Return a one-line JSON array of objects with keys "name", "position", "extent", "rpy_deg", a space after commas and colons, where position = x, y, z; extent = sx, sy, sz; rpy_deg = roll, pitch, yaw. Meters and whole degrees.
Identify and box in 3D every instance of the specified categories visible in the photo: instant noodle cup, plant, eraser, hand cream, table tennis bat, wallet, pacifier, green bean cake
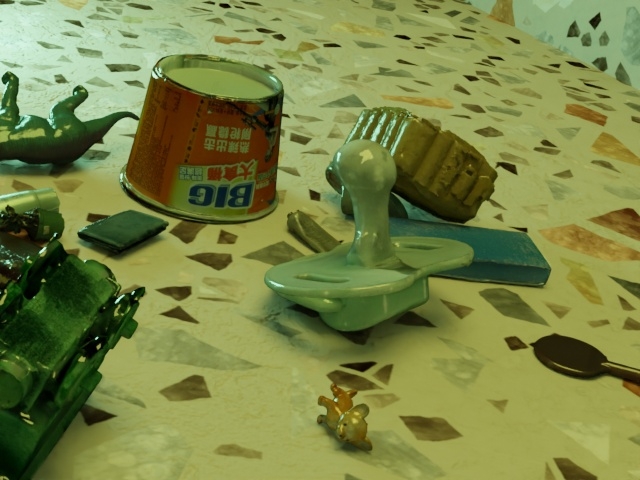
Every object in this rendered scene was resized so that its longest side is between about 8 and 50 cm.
[{"name": "instant noodle cup", "position": [-0.192, -0.186, 1.920], "extent": [0.296, 0.214, 0.296], "rpy_deg": [11, 25, -5]}, {"name": "plant", "position": [-0.437, -0.025, 1.656], "extent": [0.102, 0.051, 0.051], "rpy_deg": [7, 23, -36]}, {"name": "eraser", "position": [0.226, 0.016, 1.889], "extent": [0.311, 0.043, 0.144], "rpy_deg": [6, 25, -13]}, {"name": "hand cream", "position": [-0.496, -0.040, 1.673], "extent": [0.204, 0.050, 0.078], "rpy_deg": [-13, 40, -35]}, {"name": "table tennis bat", "position": [0.410, 0.135, 1.633], "extent": [0.169, 0.119, 0.107], "rpy_deg": [16, 25, 12]}, {"name": "wallet", "position": [-0.411, 0.039, 1.560], "extent": [0.232, 0.031, 0.122], "rpy_deg": [23, 27, 23]}, {"name": "pacifier", "position": [0.059, -0.015, 1.631], "extent": [0.288, 0.269, 0.343], "rpy_deg": [3, 11, 39]}, {"name": "green bean cake", "position": [0.175, -0.134, 1.973], "extent": [0.224, 0.131, 0.229], "rpy_deg": [32, -5, -29]}, {"name": "wallet", "position": [-0.307, -0.013, 1.724], "extent": [0.088, 0.026, 0.129], "rpy_deg": [19, 26, 23]}, {"name": "hand cream", "position": [0.000, 0.000, 1.844], "extent": [0.057, 0.037, 0.165], "rpy_deg": [-12, 42, -43]}]

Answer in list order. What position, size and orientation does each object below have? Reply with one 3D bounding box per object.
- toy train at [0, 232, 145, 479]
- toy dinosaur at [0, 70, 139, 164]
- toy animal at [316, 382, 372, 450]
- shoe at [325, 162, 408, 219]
[{"name": "toy train", "position": [-0.303, 0.124, 1.204], "extent": [0.145, 0.202, 0.266], "rpy_deg": [32, 25, -3]}, {"name": "toy dinosaur", "position": [-0.468, -0.141, 1.868], "extent": [0.383, 0.129, 0.331], "rpy_deg": [3, 37, -22]}, {"name": "toy animal", "position": [0.038, 0.217, 1.365], "extent": [0.083, 0.061, 0.081], "rpy_deg": [22, 26, 39]}, {"name": "shoe", "position": [0.069, -0.069, 1.986], "extent": [0.078, 0.079, 0.195], "rpy_deg": [-41, 58, -17]}]
